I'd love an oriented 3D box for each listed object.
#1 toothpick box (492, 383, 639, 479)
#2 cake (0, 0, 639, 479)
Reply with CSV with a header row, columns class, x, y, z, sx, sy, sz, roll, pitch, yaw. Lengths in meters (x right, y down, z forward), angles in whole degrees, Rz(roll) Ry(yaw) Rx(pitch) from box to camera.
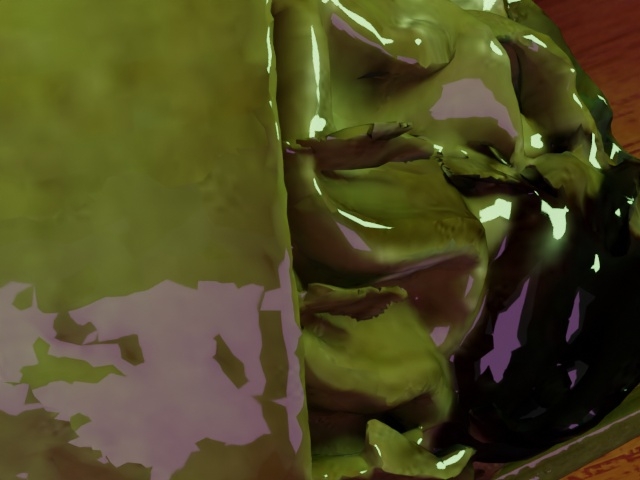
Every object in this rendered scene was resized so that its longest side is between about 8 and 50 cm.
class,x,y,z,sx,sy,sz,roll,pitch,yaw
toothpick box,0.059,-0.035,0.934,0.190,0.187,0.308,-28,118,12
cake,0.000,-0.008,0.675,0.321,0.332,0.332,-5,123,-5
